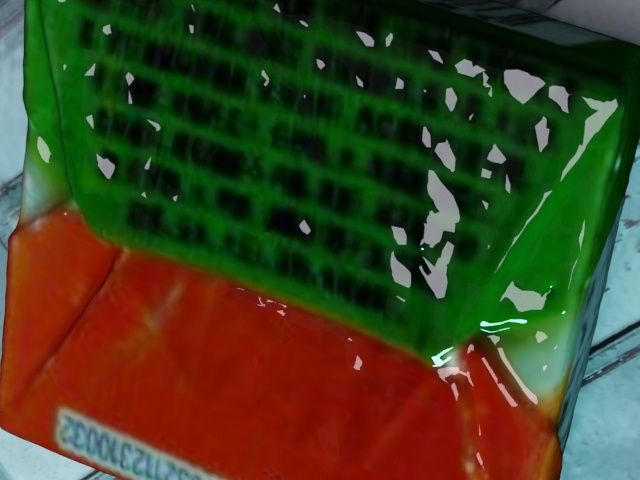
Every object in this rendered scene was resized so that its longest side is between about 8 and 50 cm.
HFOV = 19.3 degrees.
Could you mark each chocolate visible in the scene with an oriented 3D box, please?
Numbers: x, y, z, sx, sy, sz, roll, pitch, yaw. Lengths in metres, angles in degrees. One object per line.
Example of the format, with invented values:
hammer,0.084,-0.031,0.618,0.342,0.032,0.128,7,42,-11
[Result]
chocolate,0.000,0.000,1.111,0.360,0.161,0.341,19,115,21
